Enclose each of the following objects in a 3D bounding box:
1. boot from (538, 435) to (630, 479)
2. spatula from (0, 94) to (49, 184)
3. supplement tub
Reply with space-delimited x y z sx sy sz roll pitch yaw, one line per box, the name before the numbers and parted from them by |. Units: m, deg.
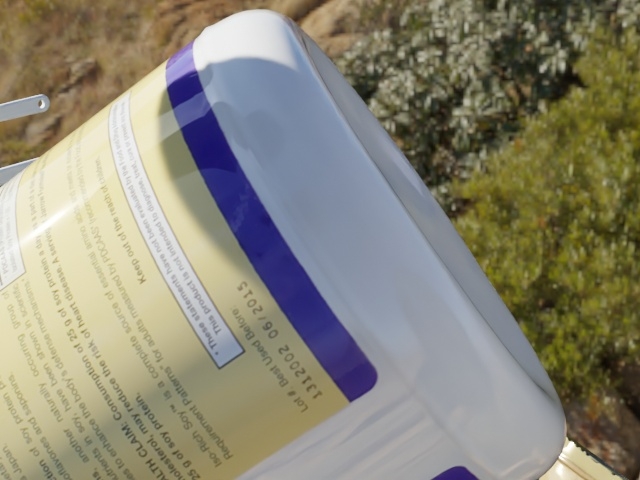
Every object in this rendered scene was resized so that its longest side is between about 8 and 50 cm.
boot | 0.242 0.355 0.905 0.089 0.269 0.236 32 2 -37
spatula | -0.337 -0.050 0.880 0.019 0.168 0.242 12 24 36
supplement tub | -0.086 0.080 0.444 0.331 0.241 0.241 -34 27 10
